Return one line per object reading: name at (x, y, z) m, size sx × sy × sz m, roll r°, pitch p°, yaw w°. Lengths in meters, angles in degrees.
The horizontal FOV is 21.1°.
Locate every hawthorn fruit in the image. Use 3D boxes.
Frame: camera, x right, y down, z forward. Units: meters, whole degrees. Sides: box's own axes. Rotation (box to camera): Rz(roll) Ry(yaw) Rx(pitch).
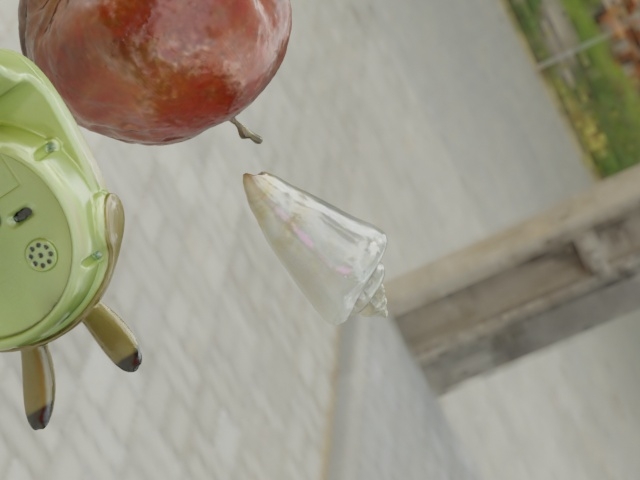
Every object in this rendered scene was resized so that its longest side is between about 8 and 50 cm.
hawthorn fruit at (-0.129, -0.178, 1.553) m, size 0.271 × 0.242 × 0.242 m, roll 44°, pitch 27°, yaw -41°

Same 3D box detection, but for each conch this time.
conch at (-0.006, 0.008, 1.557) m, size 0.176 × 0.094 × 0.104 m, roll 31°, pitch 38°, yaw 1°

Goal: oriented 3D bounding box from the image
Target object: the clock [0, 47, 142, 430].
clock at (-0.210, 0.004, 1.124) m, size 0.232 × 0.170 × 0.069 m, roll 56°, pitch 13°, yaw -6°
